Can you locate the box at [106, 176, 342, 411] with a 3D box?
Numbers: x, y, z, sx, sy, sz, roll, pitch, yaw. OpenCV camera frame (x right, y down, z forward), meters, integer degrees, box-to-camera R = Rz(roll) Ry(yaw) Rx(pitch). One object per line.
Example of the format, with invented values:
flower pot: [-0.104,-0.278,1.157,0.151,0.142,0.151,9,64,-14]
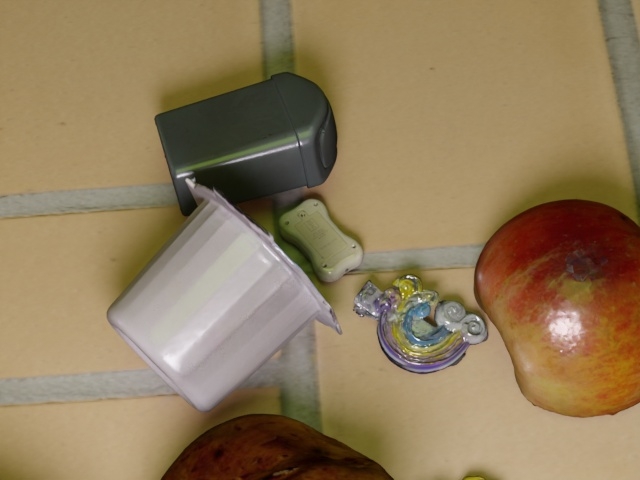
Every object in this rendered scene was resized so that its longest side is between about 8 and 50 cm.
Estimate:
box: [-0.149,0.075,1.995,0.206,0.262,0.291,-45,28,-12]

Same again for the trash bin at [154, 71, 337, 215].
trash bin: [-0.094,-0.133,2.159,0.236,0.101,0.177,-16,41,-4]

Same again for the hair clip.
hair clip: [0.123,0.111,2.056,0.172,0.049,0.116,30,77,10]

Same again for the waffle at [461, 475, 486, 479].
waffle: [0.193,0.397,1.866,0.291,0.051,0.291,-1,61,1]

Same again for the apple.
apple: [0.332,0.058,2.010,0.251,0.163,0.293,-19,61,-9]

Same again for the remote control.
remote control: [0.000,0.000,2.132,0.074,0.032,0.122,-32,62,-17]

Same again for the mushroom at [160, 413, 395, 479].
mushroom: [-0.045,0.365,1.800,0.345,0.259,0.345,-30,38,26]
